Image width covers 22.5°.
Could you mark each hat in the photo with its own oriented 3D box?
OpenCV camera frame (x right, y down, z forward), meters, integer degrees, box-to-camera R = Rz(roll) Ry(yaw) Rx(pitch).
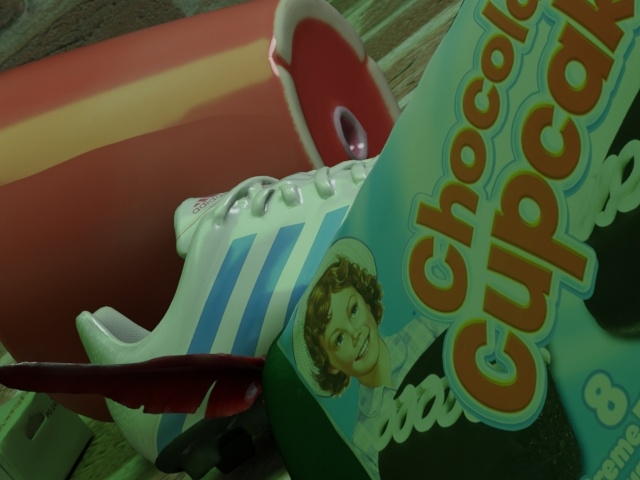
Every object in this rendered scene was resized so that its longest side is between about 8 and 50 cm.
[{"bbox_3d":[-0.008,0.041,0.799,0.173,0.183,0.208,-29,18,34],"label":"hat"}]

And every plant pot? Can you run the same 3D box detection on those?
[{"bbox_3d":[-0.078,-0.036,1.114,0.243,0.275,0.275,-21,21,23],"label":"plant pot"}]

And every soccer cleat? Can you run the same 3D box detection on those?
[{"bbox_3d":[0.000,0.000,0.937,0.331,0.143,0.116,-38,-11,6],"label":"soccer cleat"}]

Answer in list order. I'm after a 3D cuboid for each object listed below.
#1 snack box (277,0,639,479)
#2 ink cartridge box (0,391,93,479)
[{"bbox_3d":[0.114,-0.029,0.512,0.187,0.060,0.322,52,124,40],"label":"snack box"},{"bbox_3d":[-0.258,0.184,1.226,0.150,0.063,0.109,-32,16,26],"label":"ink cartridge box"}]
